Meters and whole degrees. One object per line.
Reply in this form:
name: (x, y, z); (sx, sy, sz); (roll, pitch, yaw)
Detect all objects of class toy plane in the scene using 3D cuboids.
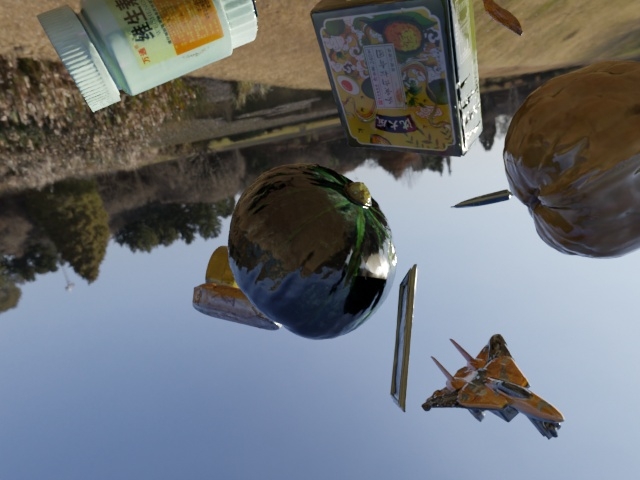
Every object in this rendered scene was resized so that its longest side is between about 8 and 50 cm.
toy plane: (0.286, 0.240, 0.695); (0.204, 0.103, 0.316); (-39, -172, -8)

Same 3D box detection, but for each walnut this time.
walnut: (0.444, -0.130, 0.701); (0.285, 0.297, 0.285); (-32, 168, -7)

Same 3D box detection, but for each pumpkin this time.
pumpkin: (0.000, 0.000, 0.751); (0.238, 0.315, 0.315); (-49, 173, 30)

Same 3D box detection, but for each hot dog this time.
hot dog: (-0.219, 0.175, 1.192); (0.267, 0.144, 0.075); (15, -122, 6)

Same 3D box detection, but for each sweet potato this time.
sweet potato: (0.444, -0.580, 1.117); (0.044, 0.179, 0.044); (-43, 180, 0)

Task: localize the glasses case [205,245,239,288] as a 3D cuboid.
glasses case: (-0.276, 0.128, 1.513); (0.140, 0.174, 0.371); (10, 160, 3)

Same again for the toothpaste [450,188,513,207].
toothpaste: (0.493, -0.122, 1.340); (0.197, 0.035, 0.057); (-13, 179, 20)

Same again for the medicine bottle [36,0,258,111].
medicine bottle: (-0.276, -0.354, 0.750); (0.317, 0.158, 0.158); (-29, -163, -16)

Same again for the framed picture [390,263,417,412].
framed picture: (0.113, 0.135, 0.616); (0.011, 0.183, 0.142); (6, 166, 6)

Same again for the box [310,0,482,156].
box: (0.204, -0.435, 1.152); (0.372, 0.421, 0.138); (14, -130, 35)
